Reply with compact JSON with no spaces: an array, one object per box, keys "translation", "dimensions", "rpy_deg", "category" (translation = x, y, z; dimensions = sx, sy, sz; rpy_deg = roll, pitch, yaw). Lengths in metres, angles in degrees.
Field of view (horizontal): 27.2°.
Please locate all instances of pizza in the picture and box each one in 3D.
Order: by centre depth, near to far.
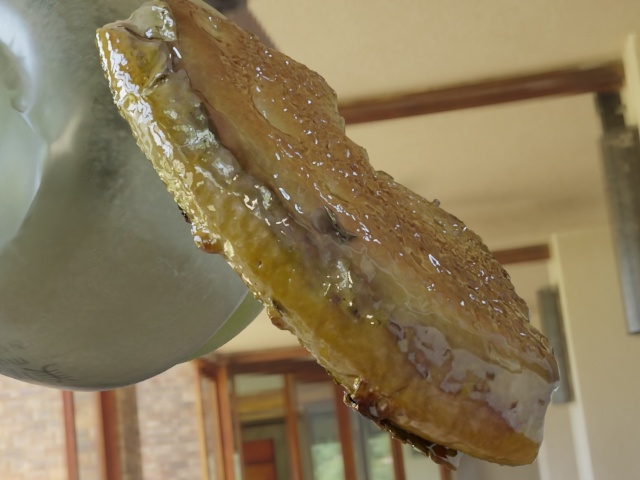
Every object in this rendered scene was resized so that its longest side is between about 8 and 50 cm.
[{"translation":[0.000,0.000,0.667],"dimensions":[0.085,0.305,0.161],"rpy_deg":[-46,-2,25],"category":"pizza"}]

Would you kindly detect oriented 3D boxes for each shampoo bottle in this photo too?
[{"translation":[-0.187,-0.053,0.994],"dimensions":[0.323,0.322,0.317],"rpy_deg":[-12,-21,25],"category":"shampoo bottle"}]
